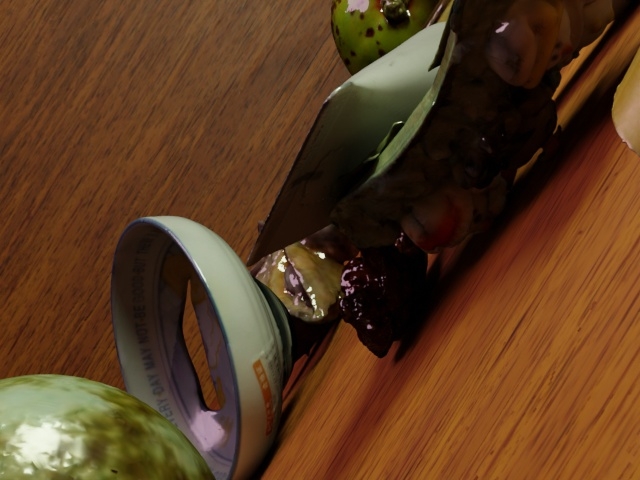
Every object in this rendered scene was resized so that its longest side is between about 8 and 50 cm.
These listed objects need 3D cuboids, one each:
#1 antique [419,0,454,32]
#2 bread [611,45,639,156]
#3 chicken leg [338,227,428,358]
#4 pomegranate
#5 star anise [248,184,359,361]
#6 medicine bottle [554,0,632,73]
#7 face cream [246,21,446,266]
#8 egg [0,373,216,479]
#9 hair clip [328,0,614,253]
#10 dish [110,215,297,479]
[{"bbox_3d":[0.135,-0.169,1.201,0.310,0.093,0.087,-58,3,3],"label":"antique"},{"bbox_3d":[0.132,-0.059,0.501,0.103,0.049,0.062,-57,2,-10],"label":"bread"},{"bbox_3d":[0.047,0.013,1.023,0.219,0.048,0.089,-67,-28,-65],"label":"chicken leg"},{"bbox_3d":[0.128,-0.253,1.664,0.246,0.198,0.198,-8,-33,-37],"label":"pomegranate"},{"bbox_3d":[-0.003,0.001,1.576,0.292,0.109,0.349,-49,22,26],"label":"star anise"},{"bbox_3d":[0.157,-0.163,0.901,0.092,0.061,0.221,-15,-29,-39],"label":"medicine bottle"},{"bbox_3d":[0.059,-0.084,1.003,0.314,0.089,0.143,-37,-18,-54],"label":"face cream"},{"bbox_3d":[-0.169,0.222,0.867,0.238,0.238,0.289,128,149,-67],"label":"egg"},{"bbox_3d":[0.105,-0.093,0.827,0.138,0.091,0.321,-30,-22,-30],"label":"hair clip"},{"bbox_3d":[-0.089,0.101,1.420,0.134,0.273,0.273,-12,-24,-30],"label":"dish"}]
